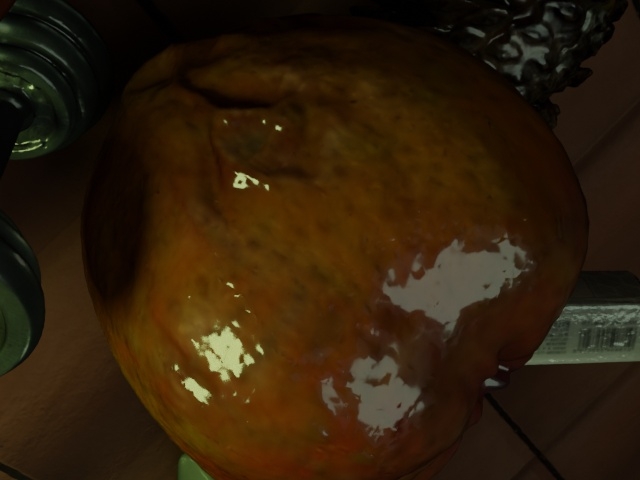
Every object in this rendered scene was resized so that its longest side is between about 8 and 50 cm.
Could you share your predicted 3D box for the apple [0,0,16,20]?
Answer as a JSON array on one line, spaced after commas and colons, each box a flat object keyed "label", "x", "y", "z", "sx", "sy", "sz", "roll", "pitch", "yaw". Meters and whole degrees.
[{"label": "apple", "x": -0.355, "y": -0.267, "z": 0.652, "sx": 0.276, "sy": 0.349, "sz": 0.348, "roll": -17, "pitch": 144, "yaw": 35}]

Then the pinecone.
[{"label": "pinecone", "x": 0.180, "y": -0.256, "z": 1.040, "sx": 0.298, "sy": 0.242, "sz": 0.296, "roll": 22, "pitch": 107, "yaw": -49}]

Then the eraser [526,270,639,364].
[{"label": "eraser", "x": 0.218, "y": 0.104, "z": 1.284, "sx": 0.403, "sy": 0.096, "sz": 0.098, "roll": -1, "pitch": 118, "yaw": -2}]

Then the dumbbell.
[{"label": "dumbbell", "x": -0.281, "y": -0.058, "z": 0.799, "sx": 0.179, "sy": 0.406, "sz": 0.179, "roll": 2, "pitch": 136, "yaw": 2}]

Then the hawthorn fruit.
[{"label": "hawthorn fruit", "x": 0.000, "y": 0.000, "z": 0.891, "sx": 0.471, "sy": 0.472, "sz": 0.472, "roll": -16, "pitch": 126, "yaw": -23}]

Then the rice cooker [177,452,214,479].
[{"label": "rice cooker", "x": -0.047, "y": 0.368, "z": 1.281, "sx": 0.276, "sy": 0.288, "sz": 0.288, "roll": -17, "pitch": 126, "yaw": -21}]
